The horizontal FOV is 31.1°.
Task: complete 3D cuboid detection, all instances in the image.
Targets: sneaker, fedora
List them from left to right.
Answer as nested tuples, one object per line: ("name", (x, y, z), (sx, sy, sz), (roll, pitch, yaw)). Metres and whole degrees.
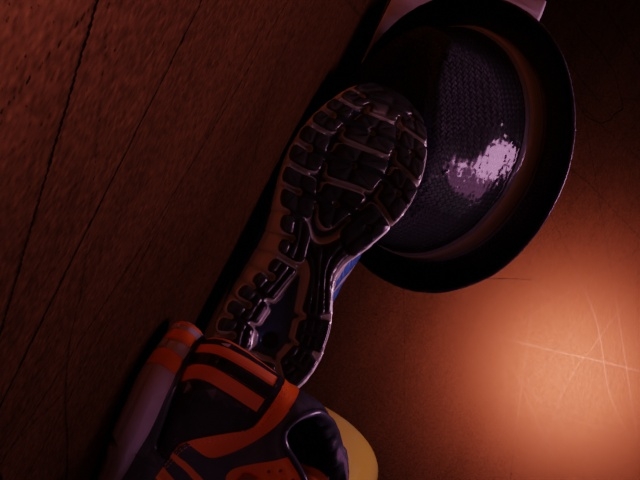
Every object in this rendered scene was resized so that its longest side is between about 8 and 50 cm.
("sneaker", (-0.090, 0.221, 0.908), (0.321, 0.180, 0.124), (-65, 177, 40))
("sneaker", (-0.014, -0.006, 1.115), (0.330, 0.130, 0.147), (-60, -169, -7))
("fedora", (0.103, -0.110, 1.221), (0.153, 0.334, 0.334), (5, 115, -54))

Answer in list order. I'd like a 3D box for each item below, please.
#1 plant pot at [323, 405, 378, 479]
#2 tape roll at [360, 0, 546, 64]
("plant pot", (-0.077, 0.352, 1.425), (0.254, 0.254, 0.239), (113, -2, -48))
("tape roll", (0.154, -0.225, 1.446), (0.246, 0.169, 0.246), (-63, 177, -7))
